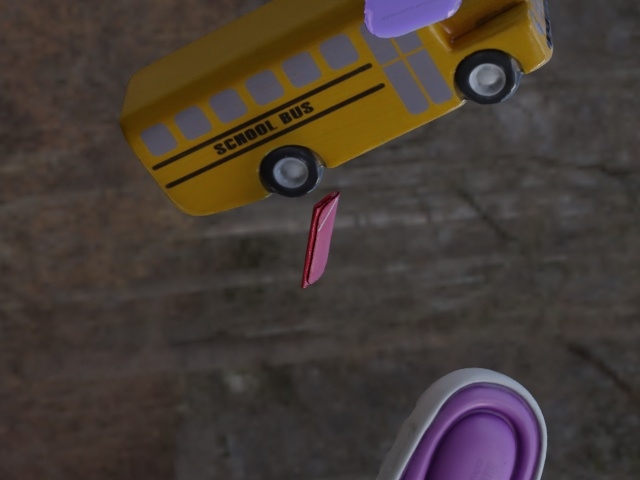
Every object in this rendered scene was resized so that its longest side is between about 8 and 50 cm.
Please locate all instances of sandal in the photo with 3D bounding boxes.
[{"bbox_3d":[0.078,0.303,1.424,0.102,0.169,0.416,-175,-80,-71],"label":"sandal"}]

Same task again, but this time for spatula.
[{"bbox_3d":[0.052,-0.269,1.231,0.030,0.084,0.296,43,-30,51],"label":"spatula"}]

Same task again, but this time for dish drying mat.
[{"bbox_3d":[0.000,0.000,1.423,0.008,0.032,0.083,28,-47,21],"label":"dish drying mat"}]

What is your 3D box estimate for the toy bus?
[{"bbox_3d":[0.014,-0.137,1.438,0.130,0.332,0.108,55,22,-27],"label":"toy bus"}]
